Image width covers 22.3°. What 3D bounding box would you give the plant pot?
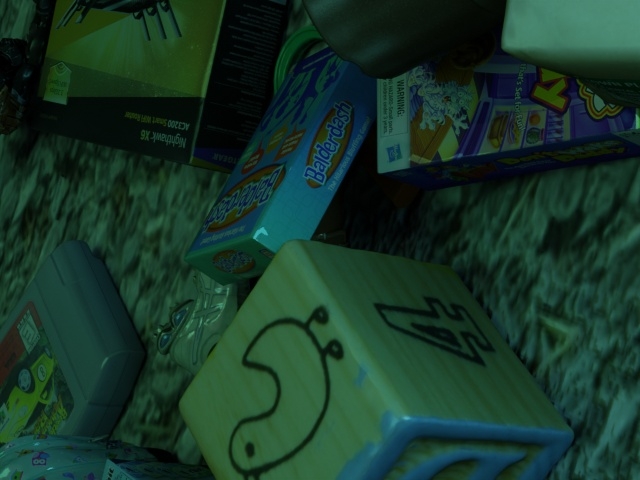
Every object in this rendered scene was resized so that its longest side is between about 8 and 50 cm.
[{"bbox_3d":[0.081,-0.207,1.167,0.165,0.167,0.167,-29,61,39],"label":"plant pot"}]

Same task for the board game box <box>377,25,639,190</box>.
[{"bbox_3d":[0.159,-0.228,1.254,0.233,0.078,0.347,-9,76,35],"label":"board game box"}]

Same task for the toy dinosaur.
[{"bbox_3d":[-0.359,-0.188,1.810,0.322,0.164,0.218,26,105,52],"label":"toy dinosaur"}]

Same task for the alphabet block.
[{"bbox_3d":[0.039,0.140,1.262,0.192,0.193,0.197,-56,46,23],"label":"alphabet block"}]

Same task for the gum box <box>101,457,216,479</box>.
[{"bbox_3d":[-0.079,0.244,1.401,0.184,0.157,0.041,26,102,48],"label":"gum box"}]

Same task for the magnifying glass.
[{"bbox_3d":[0.023,-0.110,1.462,0.092,0.026,0.231,-58,44,24],"label":"magnifying glass"}]

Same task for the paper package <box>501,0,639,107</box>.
[{"bbox_3d":[0.304,-0.234,1.000,0.325,0.168,0.309,6,84,34],"label":"paper package"}]

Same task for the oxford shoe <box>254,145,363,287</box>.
[{"bbox_3d":[0.000,0.000,1.433,0.076,0.076,0.212,24,110,3],"label":"oxford shoe"}]

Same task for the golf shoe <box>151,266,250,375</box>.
[{"bbox_3d":[-0.084,0.054,1.533,0.086,0.069,0.176,39,116,24],"label":"golf shoe"}]

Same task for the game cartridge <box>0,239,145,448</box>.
[{"bbox_3d":[-0.298,0.168,1.748,0.294,0.060,0.196,-54,51,27],"label":"game cartridge"}]

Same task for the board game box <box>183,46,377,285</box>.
[{"bbox_3d":[-0.022,-0.068,1.355,0.210,0.047,0.160,-62,19,-19],"label":"board game box"}]

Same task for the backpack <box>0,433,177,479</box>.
[{"bbox_3d":[-0.236,0.256,1.559,0.115,0.182,0.152,48,118,43],"label":"backpack"}]

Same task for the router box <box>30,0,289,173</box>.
[{"bbox_3d":[-0.163,-0.206,1.647,0.309,0.081,0.243,14,93,49],"label":"router box"}]
